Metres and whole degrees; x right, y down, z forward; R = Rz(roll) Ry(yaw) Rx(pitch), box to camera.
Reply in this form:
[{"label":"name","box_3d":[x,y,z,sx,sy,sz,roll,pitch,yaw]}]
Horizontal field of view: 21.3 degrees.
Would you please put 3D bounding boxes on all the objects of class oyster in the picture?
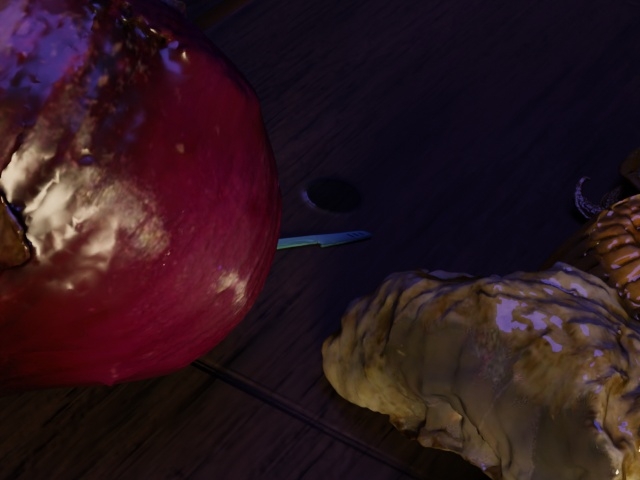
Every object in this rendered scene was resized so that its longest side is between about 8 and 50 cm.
[{"label":"oyster","box_3d":[0.146,0.104,1.132,0.341,0.166,0.110,33,16,29]}]

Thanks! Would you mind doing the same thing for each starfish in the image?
[{"label":"starfish","box_3d":[0.252,-0.025,1.450,0.078,0.028,0.091,18,34,0]}]

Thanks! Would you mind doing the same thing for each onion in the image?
[{"label":"onion","box_3d":[-0.218,-0.001,1.122,0.348,0.348,0.385,28,78,22]}]

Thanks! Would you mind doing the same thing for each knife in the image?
[{"label":"knife","box_3d":[0.000,0.000,1.376,0.091,0.005,0.014,-7,39,-23]}]

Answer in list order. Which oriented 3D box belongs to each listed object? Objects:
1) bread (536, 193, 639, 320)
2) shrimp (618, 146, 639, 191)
[{"label":"bread","box_3d":[0.260,0.062,1.246,0.240,0.139,0.240,5,34,-3]},{"label":"shrimp","box_3d":[0.339,-0.038,1.470,0.178,0.034,0.124,34,31,27]}]
